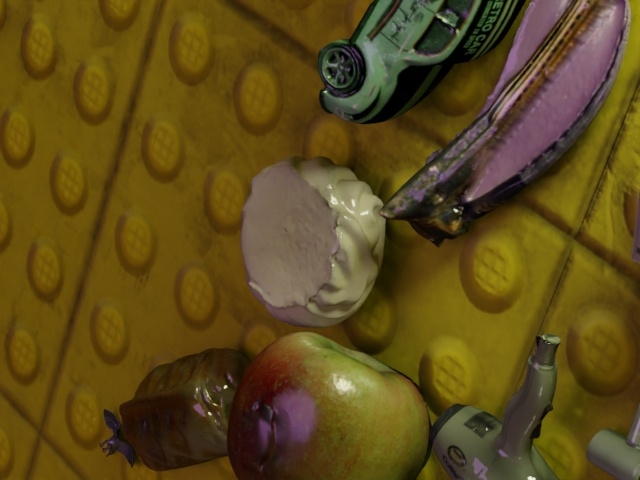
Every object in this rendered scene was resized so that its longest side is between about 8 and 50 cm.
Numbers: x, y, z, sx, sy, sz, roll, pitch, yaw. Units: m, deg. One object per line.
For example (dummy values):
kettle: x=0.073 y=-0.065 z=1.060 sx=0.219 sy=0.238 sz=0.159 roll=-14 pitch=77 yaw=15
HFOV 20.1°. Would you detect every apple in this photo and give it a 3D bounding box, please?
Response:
apple: x=0.004 y=0.203 z=1.848 sx=0.207 sy=0.174 sz=0.188 roll=28 pitch=98 yaw=-5

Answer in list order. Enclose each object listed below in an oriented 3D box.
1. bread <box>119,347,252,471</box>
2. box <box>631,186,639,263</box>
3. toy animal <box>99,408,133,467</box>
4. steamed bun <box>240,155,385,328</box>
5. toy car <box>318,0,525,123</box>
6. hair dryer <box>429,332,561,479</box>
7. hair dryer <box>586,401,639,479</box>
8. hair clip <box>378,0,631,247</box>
bread: x=-0.156 y=0.195 z=2.089 sx=0.232 sy=0.088 sz=0.128 roll=-21 pitch=71 yaw=51
box: x=0.358 y=-0.011 z=1.498 sx=0.194 sy=0.073 sz=0.139 roll=34 pitch=136 yaw=40
toy animal: x=-0.257 y=0.253 z=2.236 sx=0.050 sy=0.028 sz=0.084 roll=-42 pitch=63 yaw=31
steamed bun: x=0.000 y=0.000 z=1.884 sx=0.183 sy=0.106 sz=0.183 roll=3 pitch=95 yaw=43
toy car: x=0.114 y=-0.221 z=1.723 sx=0.125 sy=0.136 sz=0.306 roll=42 pitch=124 yaw=19
hair dryer: x=0.218 y=0.216 z=1.678 sx=0.219 sy=0.088 sz=0.225 roll=54 pitch=142 yaw=9
hair dryer: x=0.289 y=0.160 z=1.643 sx=0.063 sy=0.038 sz=0.124 roll=29 pitch=109 yaw=42
hair clip: x=0.185 y=-0.122 z=1.712 sx=0.359 sy=0.095 sz=0.110 roll=-49 pitch=24 yaw=28
